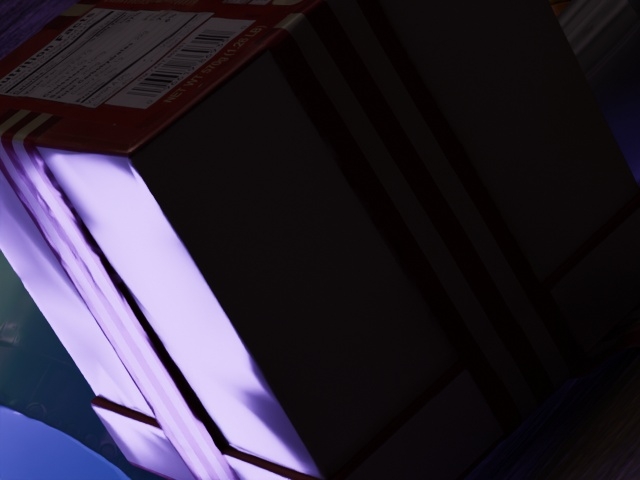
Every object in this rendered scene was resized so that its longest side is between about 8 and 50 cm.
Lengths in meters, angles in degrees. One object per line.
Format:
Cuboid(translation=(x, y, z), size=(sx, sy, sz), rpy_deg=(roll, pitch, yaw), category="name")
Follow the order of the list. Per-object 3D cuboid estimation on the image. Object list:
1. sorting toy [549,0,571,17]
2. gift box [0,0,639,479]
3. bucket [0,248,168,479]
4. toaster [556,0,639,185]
Cuboid(translation=(0.078, -0.135, 1.602), size=(0.365, 0.126, 0.127), rpy_deg=(-13, -11, -5), category="sorting toy")
Cuboid(translation=(0.000, 0.000, 0.930), size=(0.255, 0.258, 0.276), rpy_deg=(-39, 27, -18), category="gift box")
Cuboid(translation=(-0.165, 0.116, 1.313), size=(0.281, 0.281, 0.183), rpy_deg=(-40, 19, 47), category="bucket")
Cuboid(translation=(0.190, -0.097, 1.117), size=(0.146, 0.129, 0.227), rpy_deg=(-45, 3, 36), category="toaster")
